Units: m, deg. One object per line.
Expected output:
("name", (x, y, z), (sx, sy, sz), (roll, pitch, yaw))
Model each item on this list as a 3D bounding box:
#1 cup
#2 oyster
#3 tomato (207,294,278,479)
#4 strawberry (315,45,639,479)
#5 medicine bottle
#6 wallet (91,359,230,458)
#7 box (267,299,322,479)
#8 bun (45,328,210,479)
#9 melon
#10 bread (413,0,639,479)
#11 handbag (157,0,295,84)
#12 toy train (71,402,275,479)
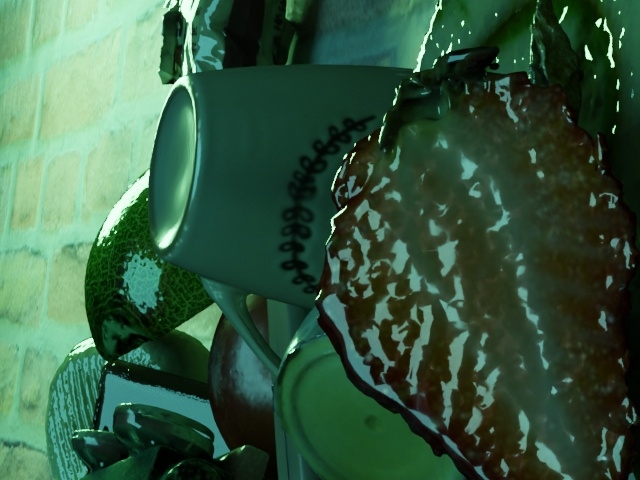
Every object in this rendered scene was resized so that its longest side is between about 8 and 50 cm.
("cup", (0.000, 0.000, 1.421), (0.186, 0.234, 0.258), (-149, 66, -69))
("oyster", (0.119, -0.079, 1.034), (0.051, 0.034, 0.093), (-102, 13, -73))
("tomato", (-0.041, 0.113, 1.678), (0.199, 0.112, 0.228), (117, 156, -47))
("strawberry", (0.091, 0.028, 0.994), (0.175, 0.106, 0.236), (-5, 80, 28))
("medicine bottle", (0.062, 0.079, 1.282), (0.143, 0.147, 0.147), (-47, -13, -48))
("wallet", (-0.126, 0.181, 1.836), (0.198, 0.031, 0.110), (13, 97, 33))
("box", (0.015, 0.103, 1.524), (0.055, 0.103, 0.244), (-48, 39, 49))
("bun", (-0.168, 0.184, 1.962), (0.212, 0.126, 0.204), (-5, 82, 38))
("melon", (-0.148, 0.011, 1.806), (0.129, 0.169, 0.265), (54, 141, -7))
("bread", (0.175, -0.049, 1.100), (0.366, 0.129, 0.382), (141, 133, -59))
("handbag", (-0.094, -0.194, 1.905), (0.235, 0.127, 0.213), (-163, 80, -72))
("toy train", (-0.105, 0.242, 1.637), (0.304, 0.221, 0.150), (-30, 38, 64))
